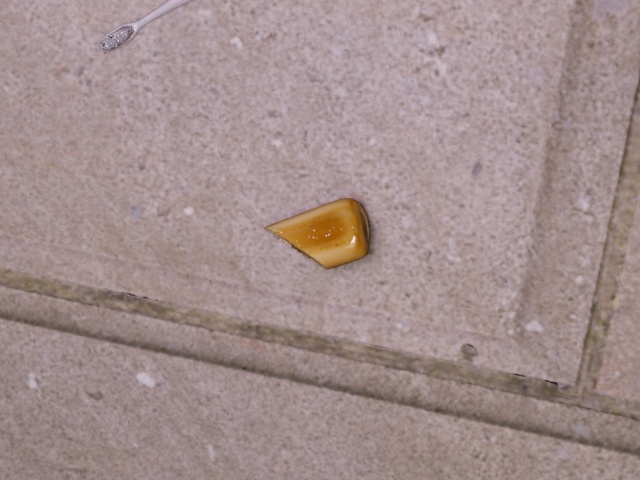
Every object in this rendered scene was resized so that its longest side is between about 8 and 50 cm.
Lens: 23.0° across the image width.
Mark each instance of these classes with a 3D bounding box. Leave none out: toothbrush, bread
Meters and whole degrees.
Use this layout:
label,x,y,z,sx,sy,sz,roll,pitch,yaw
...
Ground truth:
label,x,y,z,sx,sy,sz,roll,pitch,yaw
toothbrush,-0.104,-0.240,1.447,0.257,0.024,0.018,-28,102,20
bread,-0.001,0.001,1.497,0.103,0.049,0.062,-20,71,21
